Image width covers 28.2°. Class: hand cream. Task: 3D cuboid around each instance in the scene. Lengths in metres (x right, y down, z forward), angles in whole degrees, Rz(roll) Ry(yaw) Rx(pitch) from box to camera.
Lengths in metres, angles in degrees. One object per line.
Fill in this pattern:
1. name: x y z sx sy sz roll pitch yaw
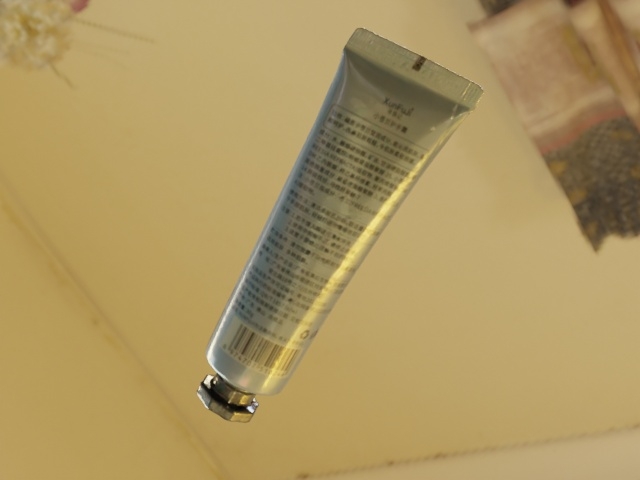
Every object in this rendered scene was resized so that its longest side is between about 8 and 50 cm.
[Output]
1. hand cream: 0.000 0.000 0.816 0.271 0.091 0.058 -61 -167 19
